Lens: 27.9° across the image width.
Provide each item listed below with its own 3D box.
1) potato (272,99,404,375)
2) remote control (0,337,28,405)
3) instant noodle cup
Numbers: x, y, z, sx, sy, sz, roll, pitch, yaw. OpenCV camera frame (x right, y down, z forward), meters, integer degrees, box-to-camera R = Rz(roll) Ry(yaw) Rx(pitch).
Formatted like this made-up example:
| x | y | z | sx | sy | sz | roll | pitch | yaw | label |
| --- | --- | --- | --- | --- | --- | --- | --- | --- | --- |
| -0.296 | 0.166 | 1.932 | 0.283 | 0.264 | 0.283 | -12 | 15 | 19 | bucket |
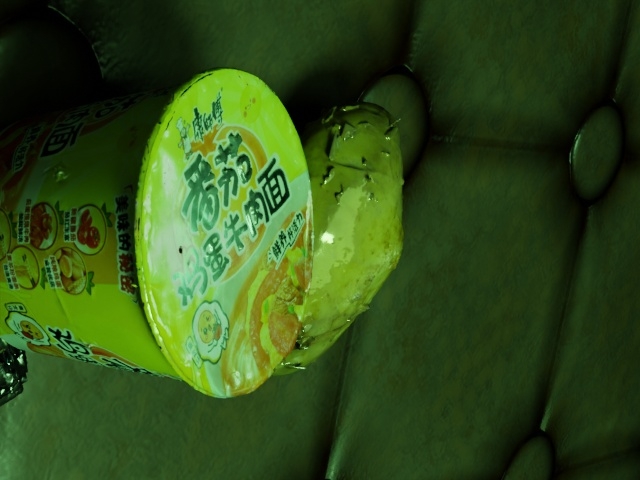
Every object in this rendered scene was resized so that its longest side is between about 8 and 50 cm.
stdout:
| x | y | z | sx | sy | sz | roll | pitch | yaw | label |
| --- | --- | --- | --- | --- | --- | --- | --- | --- | --- |
| 0.000 | 0.000 | 1.319 | 0.173 | 0.140 | 0.300 | 29 | 85 | -46 | potato |
| -0.387 | 0.158 | 0.981 | 0.399 | 0.062 | 0.145 | -35 | 128 | -38 | remote control |
| -0.151 | -0.007 | 1.051 | 0.264 | 0.200 | 0.264 | -2 | 93 | -62 | instant noodle cup |
